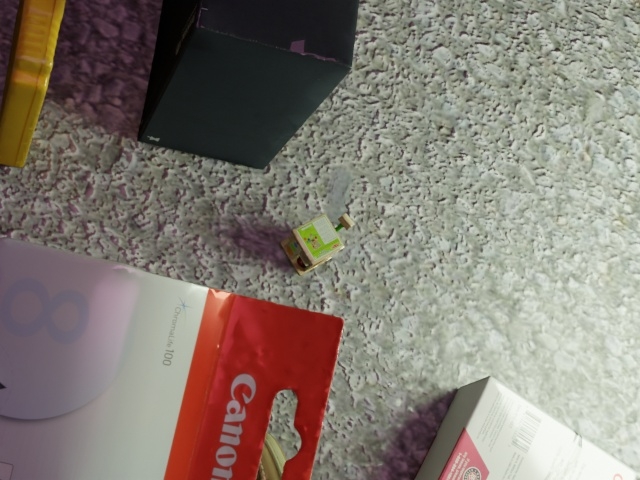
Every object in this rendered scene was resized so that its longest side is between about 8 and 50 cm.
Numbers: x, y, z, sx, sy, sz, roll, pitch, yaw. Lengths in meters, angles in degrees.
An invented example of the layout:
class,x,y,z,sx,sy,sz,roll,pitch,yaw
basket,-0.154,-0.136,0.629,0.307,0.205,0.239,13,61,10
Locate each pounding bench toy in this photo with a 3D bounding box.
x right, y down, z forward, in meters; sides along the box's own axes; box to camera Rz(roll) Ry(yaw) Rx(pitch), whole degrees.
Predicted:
class,x,y,z,sx,sy,sz,roll,pitch,yaw
pounding bench toy,0.000,0.000,1.433,0.083,0.065,0.052,-29,84,-24

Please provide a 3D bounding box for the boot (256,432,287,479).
class,x,y,z,sx,sy,sz,roll,pitch,yaw
boot,-0.126,0.360,1.272,0.204,0.095,0.261,-3,79,-18

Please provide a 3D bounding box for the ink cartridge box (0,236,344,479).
class,x,y,z,sx,sy,sz,roll,pitch,yaw
ink cartridge box,-0.192,0.188,1.193,0.385,0.091,0.308,13,85,2

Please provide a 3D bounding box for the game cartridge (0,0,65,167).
class,x,y,z,sx,sy,sz,roll,pitch,yaw
game cartridge,-0.322,-0.278,1.285,0.053,0.285,0.323,9,72,-18

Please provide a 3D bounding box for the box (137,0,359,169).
class,x,y,z,sx,sy,sz,roll,pitch,yaw
box,-0.084,-0.296,1.342,0.179,0.343,0.312,13,71,-16

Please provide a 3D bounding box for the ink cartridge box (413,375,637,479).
class,x,y,z,sx,sy,sz,roll,pitch,yaw
ink cartridge box,0.258,0.311,1.411,0.237,0.100,0.172,34,67,-6
